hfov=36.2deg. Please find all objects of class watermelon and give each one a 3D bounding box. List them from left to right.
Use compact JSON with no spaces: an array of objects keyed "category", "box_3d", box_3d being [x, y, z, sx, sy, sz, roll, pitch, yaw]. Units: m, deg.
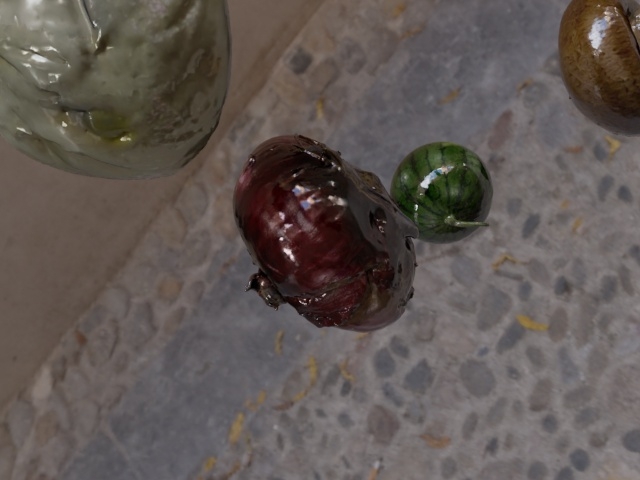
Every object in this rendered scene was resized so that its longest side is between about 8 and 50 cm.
[{"category":"watermelon","box_3d":[0.217,-0.078,1.752,0.188,0.188,0.215,-33,30,22]}]

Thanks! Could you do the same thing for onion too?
[{"category":"onion","box_3d":[0.000,0.000,1.342,0.232,0.314,0.314,-43,51,15]}]

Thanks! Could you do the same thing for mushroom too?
[{"category":"mushroom","box_3d":[0.652,-0.388,1.952,0.356,0.331,0.334,-20,67,14]}]

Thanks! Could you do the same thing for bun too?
[{"category":"bun","box_3d":[-0.247,-0.215,0.942,0.219,0.365,0.365,-29,39,-31]}]
